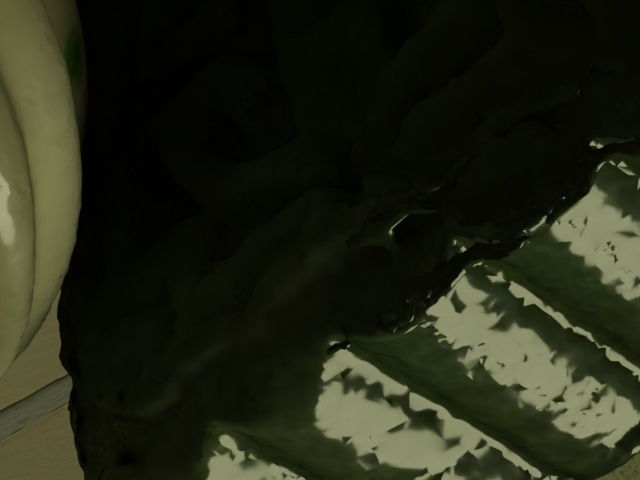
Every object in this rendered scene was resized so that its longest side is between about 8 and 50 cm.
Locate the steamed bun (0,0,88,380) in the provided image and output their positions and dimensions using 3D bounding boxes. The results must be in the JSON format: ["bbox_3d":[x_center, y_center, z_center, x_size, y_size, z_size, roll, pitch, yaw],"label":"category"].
[{"bbox_3d":[-0.120,0.001,0.373,0.183,0.106,0.183,-34,169,-7],"label":"steamed bun"}]

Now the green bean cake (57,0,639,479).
[{"bbox_3d":[0.023,-0.036,0.422,0.183,0.185,0.094,-37,134,25],"label":"green bean cake"}]
